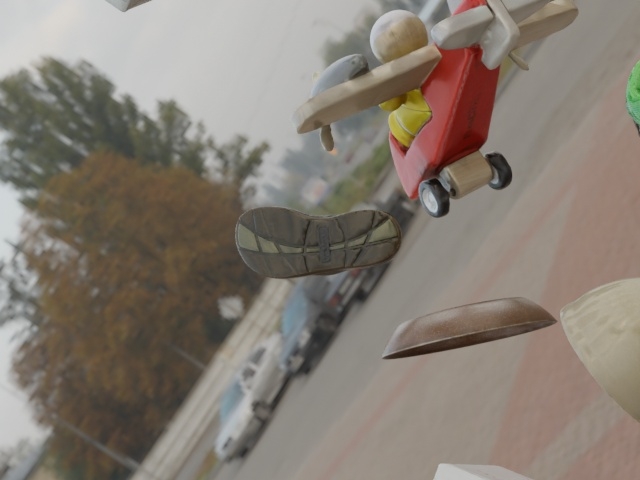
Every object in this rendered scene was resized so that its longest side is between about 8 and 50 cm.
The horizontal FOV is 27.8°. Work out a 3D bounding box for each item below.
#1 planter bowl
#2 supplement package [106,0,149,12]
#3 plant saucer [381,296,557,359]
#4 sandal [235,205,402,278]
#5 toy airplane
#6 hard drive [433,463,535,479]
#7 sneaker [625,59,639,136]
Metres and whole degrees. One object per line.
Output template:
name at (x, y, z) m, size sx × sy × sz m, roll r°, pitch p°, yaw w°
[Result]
planter bowl at (0.344, 0.100, 1.350) m, size 0.109 × 0.162 × 0.162 m, roll -43°, pitch 6°, yaw 20°
supplement package at (-0.189, -0.394, 1.435) m, size 0.194 × 0.149 × 0.203 m, roll -41°, pitch -19°, yaw -54°
plant saucer at (0.161, 0.095, 1.435) m, size 0.199 × 0.036 × 0.198 m, roll -12°, pitch -9°, yaw -2°
sandal at (0.000, 0.000, 1.554) m, size 0.060 × 0.219 × 0.090 m, roll 13°, pitch -107°, yaw -65°
toy airplane at (0.166, -0.254, 1.846) m, size 0.384 × 0.272 × 0.386 m, roll -50°, pitch -34°, yaw 13°
hard drive at (0.307, 0.387, 1.946) m, size 0.307 × 0.203 × 0.040 m, roll 26°, pitch -97°, yaw -66°
sneaker at (0.377, -0.139, 0.932) m, size 0.343 × 0.146 × 0.134 m, roll -33°, pitch 40°, yaw 35°
